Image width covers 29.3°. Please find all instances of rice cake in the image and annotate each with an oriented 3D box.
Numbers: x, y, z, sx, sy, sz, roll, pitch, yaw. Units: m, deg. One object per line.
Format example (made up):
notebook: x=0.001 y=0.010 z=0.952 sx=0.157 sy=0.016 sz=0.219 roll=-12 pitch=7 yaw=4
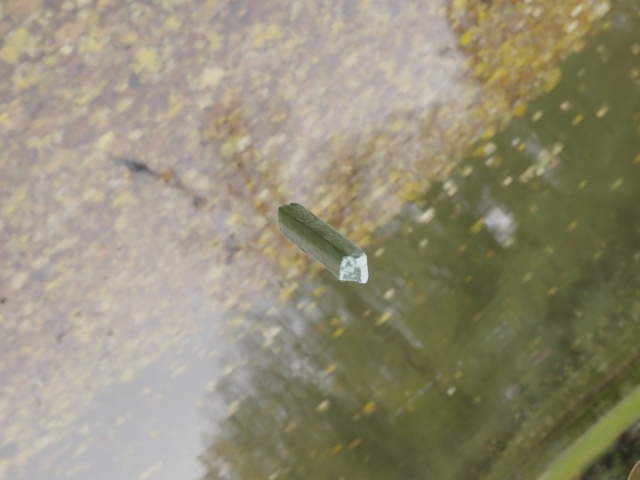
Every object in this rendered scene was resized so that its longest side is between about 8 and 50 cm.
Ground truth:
rice cake: x=0.000 y=0.001 z=1.172 sx=0.029 sy=0.171 sz=0.033 roll=-10 pitch=111 yaw=-22

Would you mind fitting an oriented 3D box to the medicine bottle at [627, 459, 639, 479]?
medicine bottle: x=0.438 y=0.290 z=1.229 sx=0.114 sy=0.252 sz=0.114 roll=-13 pitch=105 yaw=-59
